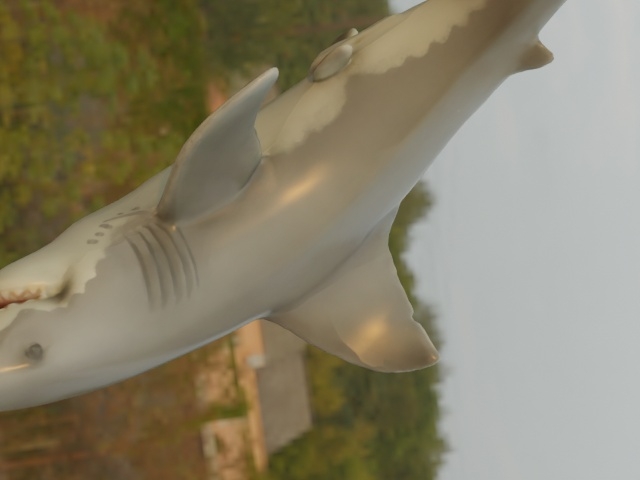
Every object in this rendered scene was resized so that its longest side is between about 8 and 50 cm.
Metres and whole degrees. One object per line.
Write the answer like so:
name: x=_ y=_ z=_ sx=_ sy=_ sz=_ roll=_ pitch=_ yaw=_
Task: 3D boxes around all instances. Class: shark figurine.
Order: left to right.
shark figurine: x=0.022 y=-0.016 z=0.578 sx=0.116 sy=0.278 sz=0.166 roll=55 pitch=15 yaw=-2
